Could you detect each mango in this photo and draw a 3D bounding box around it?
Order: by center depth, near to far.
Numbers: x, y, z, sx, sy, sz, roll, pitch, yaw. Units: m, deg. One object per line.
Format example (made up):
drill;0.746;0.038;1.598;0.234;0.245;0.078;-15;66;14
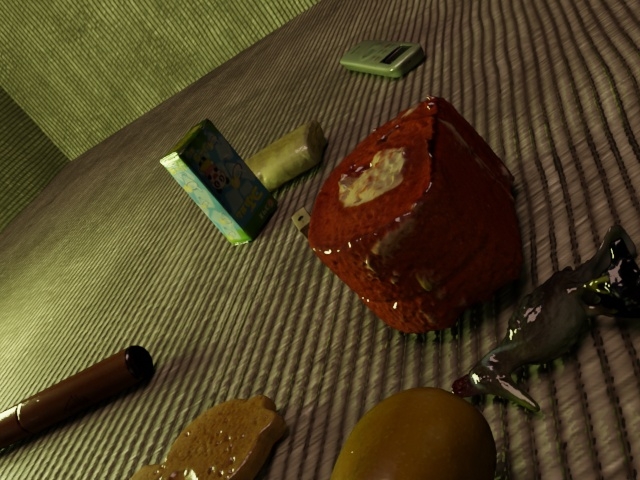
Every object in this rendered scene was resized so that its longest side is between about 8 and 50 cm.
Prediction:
mango;0.043;0.183;0.395;0.099;0.136;0.227;21;34;16

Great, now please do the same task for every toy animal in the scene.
toy animal;0.190;0.066;0.515;0.202;0.070;0.105;-41;14;4

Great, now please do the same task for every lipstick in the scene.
lipstick;-0.397;0.245;0.954;0.356;0.057;0.057;-27;27;20

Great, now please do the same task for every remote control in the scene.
remote control;0.126;-0.391;1.372;0.090;0.038;0.309;-39;26;-2

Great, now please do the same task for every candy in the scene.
candy;-0.164;-0.094;1.061;0.062;0.194;0.097;-14;34;42

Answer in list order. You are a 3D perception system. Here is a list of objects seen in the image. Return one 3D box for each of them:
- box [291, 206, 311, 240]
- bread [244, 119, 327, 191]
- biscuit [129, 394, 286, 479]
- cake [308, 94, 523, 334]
box;0.000;0.000;0.822;0.024;0.083;0.053;-41;26;4
bread;-0.077;-0.143;1.188;0.178;0.060;0.139;-26;26;23
biscuit;-0.127;0.245;0.632;0.166;0.036;0.225;-4;38;49
cake;0.097;-0.029;0.681;0.177;0.151;0.283;-37;22;30
